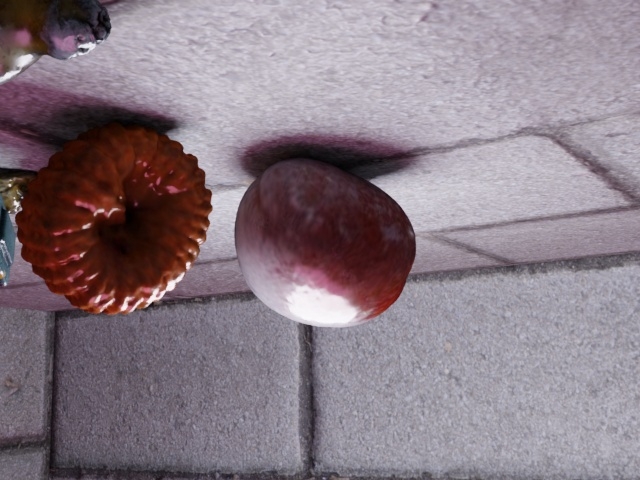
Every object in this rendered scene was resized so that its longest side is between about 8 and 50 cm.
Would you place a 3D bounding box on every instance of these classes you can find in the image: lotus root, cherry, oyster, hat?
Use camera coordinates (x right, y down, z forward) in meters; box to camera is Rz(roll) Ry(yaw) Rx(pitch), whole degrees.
[{"bbox_3d":[-0.346,-0.200,0.740,0.323,0.139,0.158,-7,145,-2],"label":"lotus root"},{"bbox_3d":[-0.010,-0.002,1.490,0.335,0.291,0.326,27,166,-29],"label":"cherry"},{"bbox_3d":[-0.607,-0.085,1.465,0.345,0.078,0.128,0,148,-19],"label":"oyster"},{"bbox_3d":[-0.372,-0.049,1.317,0.285,0.285,0.400,9,-179,-43],"label":"hat"}]

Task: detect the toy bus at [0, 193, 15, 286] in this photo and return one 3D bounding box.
[{"bbox_3d":[-0.593,-0.036,1.348,0.167,0.138,0.275,-2,146,-10],"label":"toy bus"}]
